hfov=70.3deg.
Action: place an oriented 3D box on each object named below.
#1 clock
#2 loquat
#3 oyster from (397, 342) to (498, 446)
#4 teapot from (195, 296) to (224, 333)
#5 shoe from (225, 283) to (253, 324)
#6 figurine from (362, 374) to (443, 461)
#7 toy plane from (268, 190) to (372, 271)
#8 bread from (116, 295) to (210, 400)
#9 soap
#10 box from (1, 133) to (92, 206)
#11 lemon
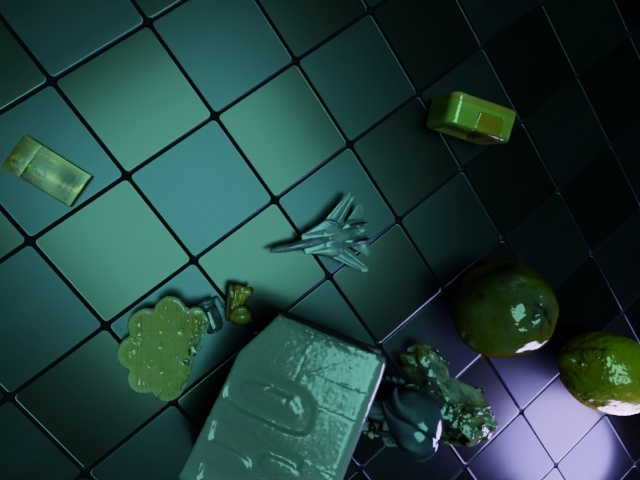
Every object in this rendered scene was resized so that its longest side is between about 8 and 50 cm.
[{"bbox_3d":[0.404,-0.328,1.226,0.202,0.143,0.096,13,93,-18],"label":"clock"},{"bbox_3d":[0.495,0.191,1.225,0.275,0.284,0.276,0,88,-16],"label":"loquat"},{"bbox_3d":[0.350,0.429,1.270,0.197,0.133,0.337,-29,87,14],"label":"oyster"},{"bbox_3d":[-0.264,0.181,1.110,0.063,0.049,0.083,-20,99,-14],"label":"teapot"},{"bbox_3d":[-0.200,0.159,1.117,0.069,0.072,0.109,0,94,-12],"label":"shoe"},{"bbox_3d":[0.183,0.457,1.177,0.264,0.175,0.197,21,98,23],"label":"figurine"},{"bbox_3d":[-0.002,-0.001,1.164,0.267,0.088,0.213,-12,97,-8],"label":"toy plane"},{"bbox_3d":[-0.375,0.248,1.072,0.181,0.039,0.251,21,97,-5],"label":"bread"},{"bbox_3d":[-0.080,0.395,1.047,0.350,0.213,0.436,25,85,7],"label":"soap"},{"bbox_3d":[-0.597,-0.152,0.997,0.156,0.022,0.089,36,83,-16],"label":"box"},{"bbox_3d":[0.861,0.396,1.371,0.319,0.245,0.246,17,89,-12],"label":"lemon"}]
